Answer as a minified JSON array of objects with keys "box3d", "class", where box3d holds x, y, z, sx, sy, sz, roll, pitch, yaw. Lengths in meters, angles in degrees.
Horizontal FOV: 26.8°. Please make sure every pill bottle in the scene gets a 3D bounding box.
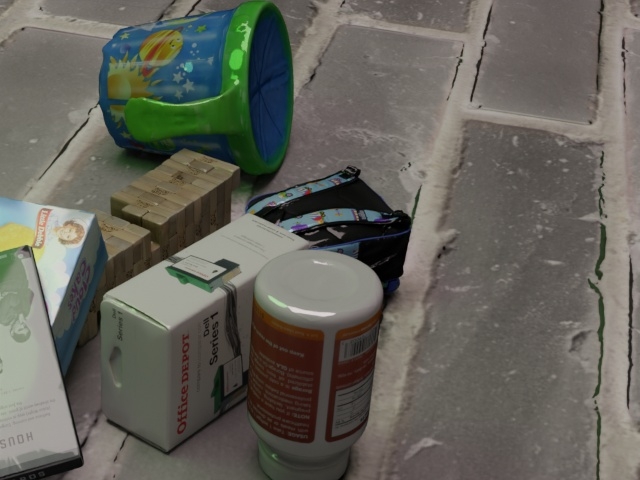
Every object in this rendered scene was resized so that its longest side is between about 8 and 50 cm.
[{"box3d":[-0.009,0.127,1.284,0.121,0.216,0.121,4,31,-3],"class":"pill bottle"}]

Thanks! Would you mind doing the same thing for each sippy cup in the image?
[{"box3d":[-0.172,-0.207,1.823,0.224,0.240,0.305,1,-15,13],"class":"sippy cup"}]

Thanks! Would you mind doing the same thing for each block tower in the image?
[{"box3d":[-0.222,0.005,1.576,0.091,0.097,0.335,21,37,24],"class":"block tower"}]

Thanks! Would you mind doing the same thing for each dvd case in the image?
[{"box3d":[-0.331,0.125,1.238,0.179,0.029,0.238,-15,58,-10],"class":"dvd case"}]

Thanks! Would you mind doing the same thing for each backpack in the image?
[{"box3d":[0.000,0.000,1.588,0.173,0.116,0.158,-12,35,-26],"class":"backpack"}]

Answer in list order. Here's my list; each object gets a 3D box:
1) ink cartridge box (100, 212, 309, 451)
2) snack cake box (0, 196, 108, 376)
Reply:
[{"box3d":[-0.117,0.092,1.382,0.093,0.160,0.219,25,37,29],"class":"ink cartridge box"},{"box3d":[-0.326,0.088,1.336,0.152,0.089,0.264,9,56,8],"class":"snack cake box"}]
